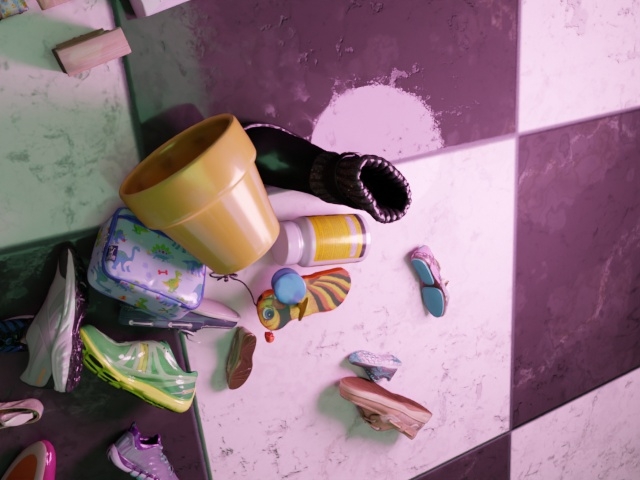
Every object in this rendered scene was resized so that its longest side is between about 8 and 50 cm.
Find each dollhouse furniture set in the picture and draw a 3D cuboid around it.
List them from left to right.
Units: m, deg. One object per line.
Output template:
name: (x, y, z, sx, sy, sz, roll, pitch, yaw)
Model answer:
dollhouse furniture set: (-0.424, -0.404, 0.956, 0.212, 0.161, 0.242, -29, 118, -18)

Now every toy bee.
toy bee: (-0.081, 0.143, 1.323, 0.299, 0.195, 0.162, 0, 97, 12)

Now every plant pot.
plant pot: (-0.206, -0.073, 1.123, 0.254, 0.254, 0.239, -40, 117, -12)

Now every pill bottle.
pill bottle: (0.000, 0.000, 1.344, 0.209, 0.119, 0.119, -4, 108, -28)

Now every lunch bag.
lunch bag: (-0.331, 0.042, 1.153, 0.219, 0.176, 0.090, 30, 135, -32)

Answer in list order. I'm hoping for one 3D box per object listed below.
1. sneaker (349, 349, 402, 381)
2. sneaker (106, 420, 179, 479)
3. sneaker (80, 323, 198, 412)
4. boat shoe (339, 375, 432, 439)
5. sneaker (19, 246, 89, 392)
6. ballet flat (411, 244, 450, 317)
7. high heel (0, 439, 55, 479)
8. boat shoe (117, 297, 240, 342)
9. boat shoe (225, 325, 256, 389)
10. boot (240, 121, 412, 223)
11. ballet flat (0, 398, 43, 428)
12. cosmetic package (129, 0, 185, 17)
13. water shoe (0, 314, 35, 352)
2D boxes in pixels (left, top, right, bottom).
sneaker: (0.142, 0.341, 1.568, 0.167, 0.065, 0.076, 16, 102, -30)
sneaker: (-0.368, 0.500, 1.328, 0.098, 0.083, 0.223, -50, 121, -12)
sneaker: (-0.387, 0.254, 1.241, 0.295, 0.110, 0.123, 41, 56, -27)
boat shoe: (0.169, 0.462, 1.585, 0.341, 0.122, 0.110, 30, 89, -34)
sneaker: (-0.495, 0.141, 1.094, 0.108, 0.100, 0.271, 4, 75, -6)
ballet flat: (0.306, 0.106, 1.581, 0.079, 0.077, 0.221, -44, 123, -32)
high heel: (-0.595, 0.594, 1.244, 0.181, 0.127, 0.377, 20, 91, -61)
boat shoe: (-0.297, 0.163, 1.248, 0.255, 0.095, 0.079, 13, 98, -30)
boat shoe: (-0.191, 0.276, 1.379, 0.056, 0.048, 0.152, -3, 114, -41)
boot: (-0.004, -0.144, 1.212, 0.348, 0.260, 0.131, 12, 99, -31)
ballet flat: (-0.633, 0.346, 1.148, 0.168, 0.052, 0.057, -9, 110, -26)
cosmetic package: (-0.210, -0.603, 1.048, 0.377, 0.097, 0.284, -29, 116, -18)
water shoe: (-0.596, 0.187, 1.100, 0.203, 0.080, 0.072, 3, 104, -30)
